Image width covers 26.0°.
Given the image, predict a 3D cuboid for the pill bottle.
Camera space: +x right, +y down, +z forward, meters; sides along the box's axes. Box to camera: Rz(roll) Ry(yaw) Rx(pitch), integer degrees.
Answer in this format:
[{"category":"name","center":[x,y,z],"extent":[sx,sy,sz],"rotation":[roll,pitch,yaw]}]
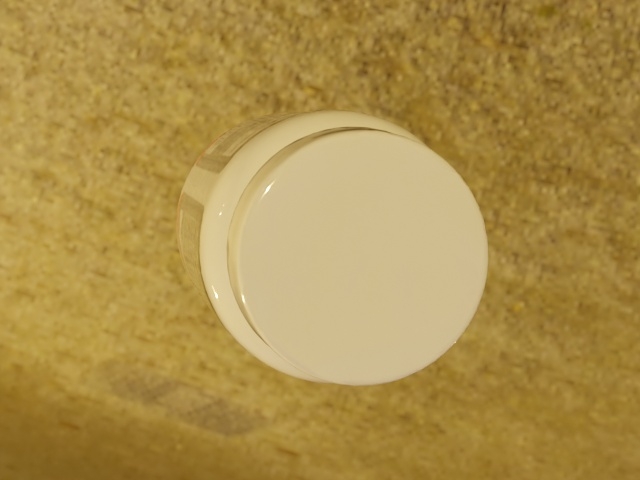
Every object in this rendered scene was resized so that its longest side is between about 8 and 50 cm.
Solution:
[{"category":"pill bottle","center":[0.000,0.000,0.860],"extent":[0.161,0.161,0.283],"rotation":[21,-179,-11]}]
